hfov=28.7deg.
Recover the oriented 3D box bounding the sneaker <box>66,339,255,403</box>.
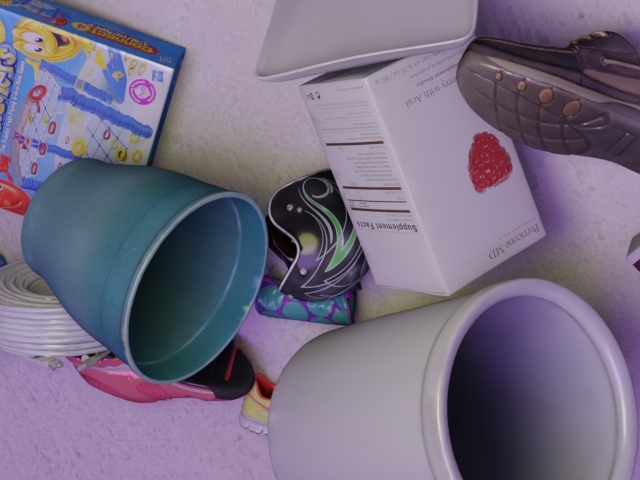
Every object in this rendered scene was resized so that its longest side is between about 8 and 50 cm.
[{"bbox_3d":[-0.244,0.200,1.950,0.313,0.116,0.136,10,140,15],"label":"sneaker"}]

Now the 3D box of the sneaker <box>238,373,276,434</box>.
[{"bbox_3d":[-0.026,0.254,1.897,0.208,0.081,0.094,8,108,15],"label":"sneaker"}]

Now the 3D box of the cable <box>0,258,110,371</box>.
[{"bbox_3d":[-0.388,0.095,1.857,0.257,0.257,0.089,11,111,24],"label":"cable"}]

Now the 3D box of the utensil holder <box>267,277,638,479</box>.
[{"bbox_3d":[0.154,0.237,1.618,0.385,0.327,0.328,-16,107,53],"label":"utensil holder"}]

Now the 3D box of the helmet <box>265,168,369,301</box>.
[{"bbox_3d":[0.000,0.000,1.728,0.169,0.169,0.162,-34,79,28],"label":"helmet"}]

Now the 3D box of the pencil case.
[{"bbox_3d":[-0.020,0.085,1.831,0.151,0.064,0.070,4,129,17],"label":"pencil case"}]

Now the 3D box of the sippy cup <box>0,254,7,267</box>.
[{"bbox_3d":[-0.608,0.092,1.951,0.240,0.224,0.305,46,118,-2],"label":"sippy cup"}]

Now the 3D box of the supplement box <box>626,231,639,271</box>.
[{"bbox_3d":[0.530,0.052,1.618,0.239,0.073,0.130,44,121,-1],"label":"supplement box"}]

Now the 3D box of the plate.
[{"bbox_3d":[0.073,-0.300,1.541,0.277,0.277,0.045,-8,136,22],"label":"plate"}]

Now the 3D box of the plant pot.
[{"bbox_3d":[-0.252,0.014,1.676,0.255,0.271,0.272,27,120,29],"label":"plant pot"}]

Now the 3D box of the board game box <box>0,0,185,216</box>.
[{"bbox_3d":[-0.383,-0.177,1.800,0.301,0.086,0.308,18,118,-4],"label":"board game box"}]

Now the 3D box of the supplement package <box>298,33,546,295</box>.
[{"bbox_3d":[0.131,-0.101,1.601,0.175,0.177,0.293,5,121,61],"label":"supplement package"}]

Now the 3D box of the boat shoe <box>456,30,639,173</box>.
[{"bbox_3d":[0.333,-0.180,1.531,0.355,0.130,0.132,18,151,-13],"label":"boat shoe"}]
